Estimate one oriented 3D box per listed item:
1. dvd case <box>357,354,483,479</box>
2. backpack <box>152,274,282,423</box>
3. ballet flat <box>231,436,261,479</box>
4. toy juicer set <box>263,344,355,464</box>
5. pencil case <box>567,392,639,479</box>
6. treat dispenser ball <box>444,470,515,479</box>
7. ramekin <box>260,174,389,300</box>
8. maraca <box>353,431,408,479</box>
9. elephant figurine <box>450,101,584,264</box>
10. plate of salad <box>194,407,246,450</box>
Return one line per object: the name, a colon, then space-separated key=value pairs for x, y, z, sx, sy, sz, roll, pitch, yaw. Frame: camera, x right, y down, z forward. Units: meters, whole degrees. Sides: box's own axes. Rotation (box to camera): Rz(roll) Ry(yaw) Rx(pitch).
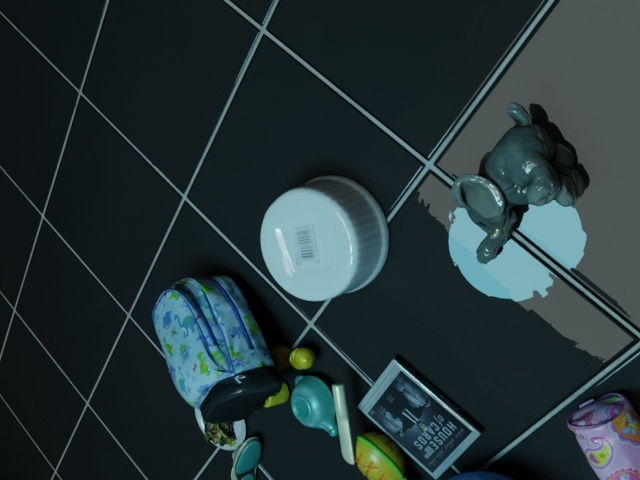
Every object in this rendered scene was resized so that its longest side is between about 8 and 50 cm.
dvd case: x=0.218 y=0.401 z=1.157 sx=0.238 sy=0.029 sz=0.179 roll=39 pitch=120 yaw=18
backpack: x=-0.272 y=0.255 z=1.292 sx=0.290 sy=0.273 sz=0.356 roll=-49 pitch=45 yaw=46
ballet flat: x=-0.225 y=0.649 z=1.468 sx=0.086 sy=0.086 sz=0.249 roll=19 pitch=112 yaw=26
toy juicer set: x=-0.014 y=0.369 z=1.257 sx=0.329 sy=0.089 sz=0.209 roll=19 pitch=108 yaw=39
pencil case: x=0.562 y=0.419 z=0.899 sx=0.124 sy=0.124 sz=0.284 roll=-36 pitch=83 yaw=33
treat dispenser ball: x=0.325 y=0.604 z=0.987 sx=0.288 sy=0.288 sz=0.288 roll=8 pitch=106 yaw=30
ramekin: x=0.000 y=0.000 z=1.127 sx=0.277 sy=0.135 sz=0.277 roll=8 pitch=106 yaw=29
maraca: x=0.150 y=0.523 z=1.188 sx=0.186 sy=0.099 sz=0.127 roll=47 pitch=160 yaw=-3
elephant figurine: x=0.318 y=-0.086 z=0.910 sx=0.239 sy=0.169 sz=0.186 roll=-31 pitch=55 yaw=49
plate of salad: x=-0.303 y=0.530 z=1.500 sx=0.199 sy=0.048 sz=0.200 roll=8 pitch=106 yaw=29
